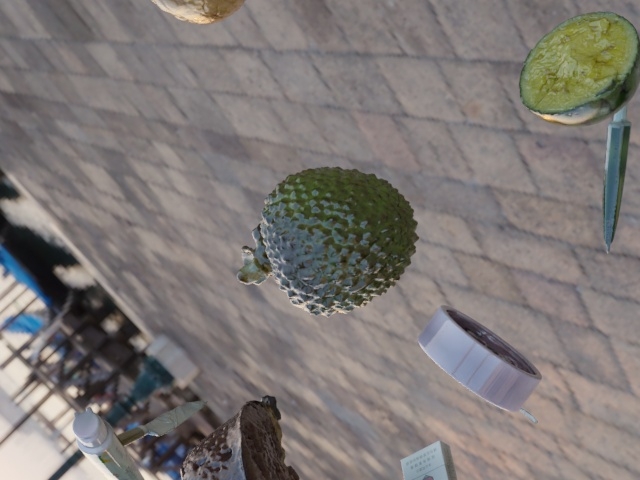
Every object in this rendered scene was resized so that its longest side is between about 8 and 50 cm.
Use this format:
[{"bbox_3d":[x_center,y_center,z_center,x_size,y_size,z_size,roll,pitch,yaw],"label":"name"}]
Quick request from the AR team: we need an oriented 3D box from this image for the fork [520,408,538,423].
[{"bbox_3d":[0.397,0.335,2.013,0.115,0.012,0.016,-137,52,-60],"label":"fork"}]

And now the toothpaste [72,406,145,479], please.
[{"bbox_3d":[-0.301,0.325,1.473,0.314,0.056,0.058,83,162,-59],"label":"toothpaste"}]

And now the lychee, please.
[{"bbox_3d":[0.011,-0.002,1.773,0.319,0.270,0.270,10,154,8],"label":"lychee"}]

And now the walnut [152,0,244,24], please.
[{"bbox_3d":[-0.187,-0.386,1.446,0.144,0.144,0.180,35,-165,28],"label":"walnut"}]

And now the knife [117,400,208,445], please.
[{"bbox_3d":[-0.294,0.329,1.763,0.047,0.298,0.017,17,108,28],"label":"knife"}]

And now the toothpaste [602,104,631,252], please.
[{"bbox_3d":[0.403,-0.086,1.385,0.031,0.204,0.049,5,-167,13],"label":"toothpaste"}]

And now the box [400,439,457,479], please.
[{"bbox_3d":[0.219,0.483,1.982,0.048,0.100,0.152,35,-147,-36],"label":"box"}]

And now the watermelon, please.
[{"bbox_3d":[0.220,-0.134,0.832,0.062,0.105,0.105,37,171,-39],"label":"watermelon"}]

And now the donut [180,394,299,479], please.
[{"bbox_3d":[-0.094,0.264,1.124,0.144,0.126,0.187,42,-165,-56],"label":"donut"}]

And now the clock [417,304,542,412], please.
[{"bbox_3d":[0.252,0.186,1.603,0.197,0.068,0.197,33,-171,-6],"label":"clock"}]
